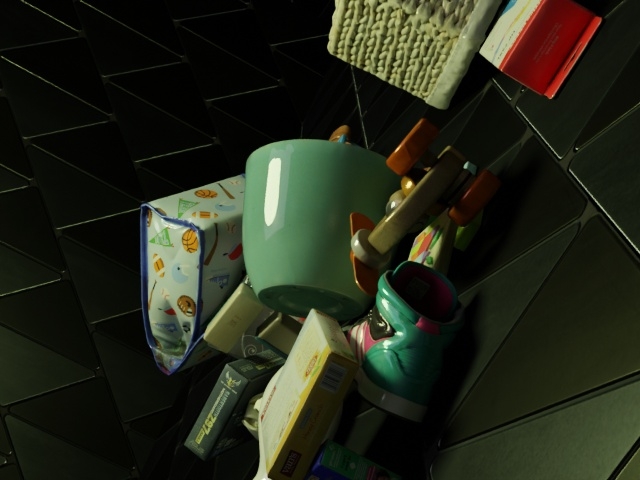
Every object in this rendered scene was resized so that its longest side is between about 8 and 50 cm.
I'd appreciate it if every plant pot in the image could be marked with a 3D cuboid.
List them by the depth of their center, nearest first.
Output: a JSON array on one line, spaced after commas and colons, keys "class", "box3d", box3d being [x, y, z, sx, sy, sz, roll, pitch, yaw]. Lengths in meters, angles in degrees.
[{"class": "plant pot", "box3d": [0.000, 0.000, 1.810, 0.293, 0.293, 0.235, 138, 143, -63]}]

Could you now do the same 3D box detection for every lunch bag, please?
[{"class": "lunch bag", "box3d": [-0.218, 0.087, 2.376, 0.327, 0.239, 0.386, -18, -56, -45]}]

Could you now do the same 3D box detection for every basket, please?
[{"class": "basket", "box3d": [0.199, -0.467, 1.914, 0.331, 0.266, 0.328, 102, -167, -75]}]

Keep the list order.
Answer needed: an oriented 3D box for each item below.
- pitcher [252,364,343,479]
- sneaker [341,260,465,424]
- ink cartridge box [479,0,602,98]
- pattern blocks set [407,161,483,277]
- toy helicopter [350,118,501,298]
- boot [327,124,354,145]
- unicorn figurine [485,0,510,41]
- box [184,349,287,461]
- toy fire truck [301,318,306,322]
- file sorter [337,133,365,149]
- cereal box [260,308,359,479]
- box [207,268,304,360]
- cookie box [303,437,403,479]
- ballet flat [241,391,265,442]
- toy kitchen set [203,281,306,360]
[{"class": "pitcher", "box3d": [-0.039, 0.300, 1.658, 0.178, 0.125, 0.207, 69, -143, -83]}, {"class": "sneaker", "box3d": [0.097, 0.111, 1.403, 0.178, 0.123, 0.295, -66, 16, 4]}, {"class": "ink cartridge box", "box3d": [0.315, -0.295, 1.547, 0.134, 0.078, 0.231, -59, 11, 14]}, {"class": "pattern blocks set", "box3d": [0.156, 0.038, 1.601, 0.285, 0.026, 0.325, -54, 12, 39]}, {"class": "toy helicopter", "box3d": [0.124, -0.040, 1.560, 0.235, 0.140, 0.355, -51, 0, 5]}, {"class": "boot", "box3d": [0.049, -0.208, 2.659, 0.220, 0.109, 0.283, -65, 2, -38]}, {"class": "unicorn figurine", "box3d": [0.319, -0.372, 1.787, 0.111, 0.060, 0.162, -65, 12, 9]}, {"class": "box", "box3d": [-0.134, 0.294, 1.969, 0.183, 0.059, 0.232, -62, -20, 16]}, {"class": "toy fire truck", "box3d": [0.024, 0.093, 2.064, 0.192, 0.047, 0.135, -61, 11, 10]}, {"class": "file sorter", "box3d": [0.044, -0.123, 2.384, 0.170, 0.104, 0.118, -52, 13, 41]}, {"class": "cereal box", "box3d": [-0.019, 0.195, 1.368, 0.173, 0.047, 0.240, -64, 8, 6]}, {"class": "box", "box3d": [-0.098, 0.146, 2.198, 0.247, 0.163, 0.142, -64, 13, -7]}, {"class": "cookie box", "box3d": [0.030, 0.296, 1.298, 0.092, 0.107, 0.040, -51, 15, 47]}, {"class": "ballet flat", "box3d": [-0.075, 0.301, 1.853, 0.280, 0.096, 0.095, -45, 21, 60]}, {"class": "toy kitchen set", "box3d": [-0.085, 0.153, 1.957, 0.122, 0.207, 0.166, -50, 13, 23]}]
